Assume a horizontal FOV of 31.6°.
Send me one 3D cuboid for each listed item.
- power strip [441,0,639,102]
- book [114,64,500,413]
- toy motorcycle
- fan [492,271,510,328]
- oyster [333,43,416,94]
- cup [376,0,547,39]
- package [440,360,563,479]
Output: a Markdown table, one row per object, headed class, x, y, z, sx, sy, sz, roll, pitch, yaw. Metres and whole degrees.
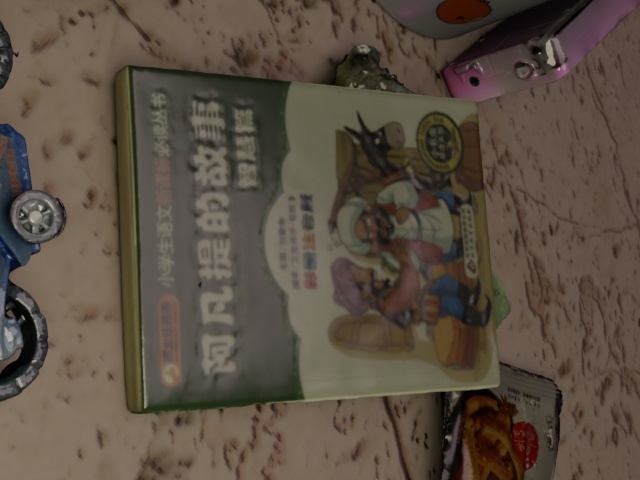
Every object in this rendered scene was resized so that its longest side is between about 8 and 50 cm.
| class | x | y | z | sx | sy | sz | roll | pitch | yaw |
| --- | --- | --- | --- | --- | --- | --- | --- | --- | --- |
| power strip | 0.208 | -0.190 | 0.966 | 0.279 | 0.109 | 0.037 | -41 | 111 | -43 |
| book | 0.000 | 0.000 | 0.713 | 0.264 | 0.027 | 0.201 | 1 | 82 | -32 |
| toy motorcycle | -0.190 | -0.019 | 0.537 | 0.114 | 0.076 | 0.205 | -4 | 85 | -38 |
| fan | 0.071 | 0.049 | 0.835 | 0.240 | 0.009 | 0.131 | -13 | 87 | -47 |
| oyster | 0.061 | -0.052 | 0.812 | 0.177 | 0.064 | 0.125 | 52 | 52 | -19 |
| cup | 0.186 | -0.293 | 0.816 | 0.212 | 0.317 | 0.212 | 14 | 70 | -43 |
| package | 0.125 | 0.200 | 0.829 | 0.154 | 0.030 | 0.239 | 27 | 64 | -42 |
